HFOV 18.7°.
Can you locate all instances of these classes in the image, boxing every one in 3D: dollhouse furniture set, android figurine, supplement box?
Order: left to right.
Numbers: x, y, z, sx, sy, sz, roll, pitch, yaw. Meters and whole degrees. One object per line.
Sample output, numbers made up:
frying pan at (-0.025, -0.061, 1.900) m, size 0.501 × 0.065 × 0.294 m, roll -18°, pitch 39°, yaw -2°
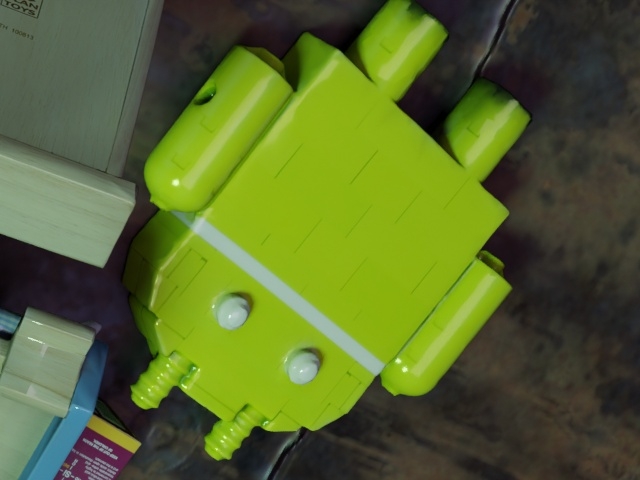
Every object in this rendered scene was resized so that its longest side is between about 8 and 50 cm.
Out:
dollhouse furniture set at (-0.233, -0.028, 0.955) m, size 0.286 × 0.198 × 0.303 m, roll 20°, pitch 133°, yaw -13°
supplement box at (-0.146, 0.125, 1.072) m, size 0.043 × 0.055 × 0.083 m, roll 35°, pitch 91°, yaw -34°
android figurine at (0.000, 0.000, 1.102) m, size 0.273 × 0.056 × 0.248 m, roll -50°, pitch 125°, yaw -4°
